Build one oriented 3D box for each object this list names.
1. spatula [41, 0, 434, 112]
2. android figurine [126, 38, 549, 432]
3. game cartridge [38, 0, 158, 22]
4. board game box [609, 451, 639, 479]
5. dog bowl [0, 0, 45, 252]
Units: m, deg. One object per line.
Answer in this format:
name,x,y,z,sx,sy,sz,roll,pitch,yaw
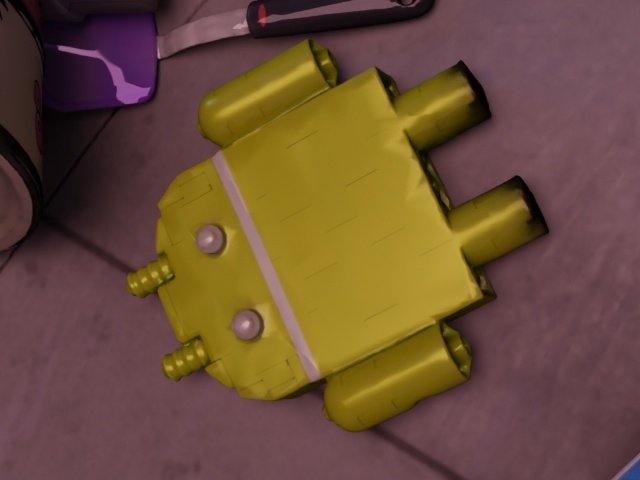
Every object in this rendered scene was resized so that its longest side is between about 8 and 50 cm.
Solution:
spatula,-0.067,-0.144,0.911,0.296,0.030,0.084,-6,81,19
android figurine,0.000,0.000,0.866,0.273,0.056,0.248,-26,78,15
game cartridge,-0.271,-0.269,0.964,0.355,0.068,0.230,2,74,20
board game box,0.161,0.164,0.665,0.308,0.302,0.086,-46,74,12
dog bowl,-0.360,-0.128,0.838,0.408,0.408,0.150,3,67,20
